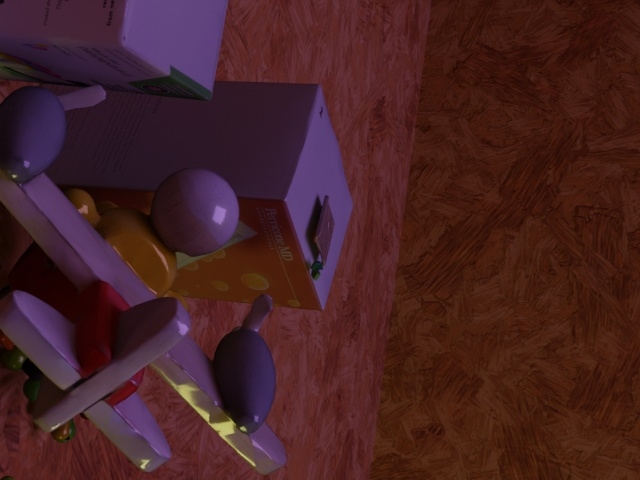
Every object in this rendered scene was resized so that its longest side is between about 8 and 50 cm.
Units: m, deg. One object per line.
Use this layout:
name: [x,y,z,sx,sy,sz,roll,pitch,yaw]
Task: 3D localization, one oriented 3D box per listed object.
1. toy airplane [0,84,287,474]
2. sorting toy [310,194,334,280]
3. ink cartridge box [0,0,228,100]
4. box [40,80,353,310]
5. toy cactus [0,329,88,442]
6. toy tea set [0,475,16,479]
toy airplane: [-0.182,0.034,0.981,0.272,0.384,0.386,-42,157,-12]
sorting toy: [0.000,0.000,1.156,0.062,0.012,0.083,79,21,-55]
ink cartridge box: [-0.256,-0.219,0.990,0.201,0.278,0.117,21,78,-73]
box: [-0.159,-0.057,1.236,0.215,0.345,0.168,72,28,-51]
toy cactus: [-0.303,0.127,1.261,0.180,0.112,0.219,-75,153,-63]
toy tea set: [-0.375,0.348,1.094,0.200,0.124,0.336,-7,106,-43]
